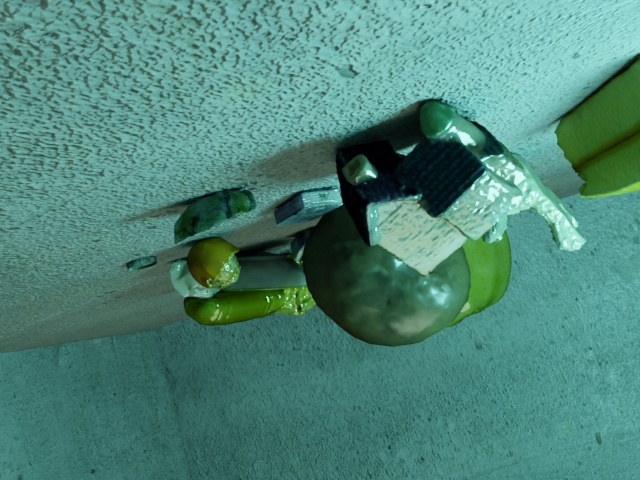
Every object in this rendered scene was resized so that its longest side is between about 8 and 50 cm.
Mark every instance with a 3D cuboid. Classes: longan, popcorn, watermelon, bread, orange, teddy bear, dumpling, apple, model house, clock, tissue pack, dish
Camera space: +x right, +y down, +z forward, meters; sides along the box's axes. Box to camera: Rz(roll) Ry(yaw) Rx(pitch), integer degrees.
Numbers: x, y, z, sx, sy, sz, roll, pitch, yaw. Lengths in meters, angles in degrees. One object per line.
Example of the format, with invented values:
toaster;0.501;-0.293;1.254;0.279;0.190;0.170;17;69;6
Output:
longan;0.168;0.076;1.887;0.404;0.436;0.404;-52;-169;15
popcorn;-0.120;0.156;2.635;0.257;0.224;0.270;9;-155;34
watermelon;-0.225;-0.058;1.479;0.187;0.071;0.139;-24;179;-2
bread;-0.280;0.218;2.363;0.166;0.112;0.383;-3;179;38
orange;-0.283;0.060;1.908;0.156;0.134;0.156;24;159;10
teddy bear;0.483;-0.061;2.018;0.362;0.375;0.327;-37;-167;23
dumpling;-0.362;0.111;2.132;0.188;0.127;0.108;-3;172;-35
apple;0.455;0.076;2.530;0.473;0.474;0.473;-16;172;-2
model house;0.184;-0.125;1.350;0.284;0.243;0.298;25;117;-40
clock;-0.492;0.064;1.950;0.085;0.017;0.085;-16;172;-2
bread;0.619;-0.207;1.504;0.245;0.233;0.361;-10;171;-37
model house;0.000;0.000;2.254;0.148;0.119;0.149;14;132;-28
tissue pack;-0.032;-0.082;1.730;0.112;0.051;0.156;-10;171;-31
dish;-0.198;0.096;2.343;0.324;0.124;0.324;-2;180;0
